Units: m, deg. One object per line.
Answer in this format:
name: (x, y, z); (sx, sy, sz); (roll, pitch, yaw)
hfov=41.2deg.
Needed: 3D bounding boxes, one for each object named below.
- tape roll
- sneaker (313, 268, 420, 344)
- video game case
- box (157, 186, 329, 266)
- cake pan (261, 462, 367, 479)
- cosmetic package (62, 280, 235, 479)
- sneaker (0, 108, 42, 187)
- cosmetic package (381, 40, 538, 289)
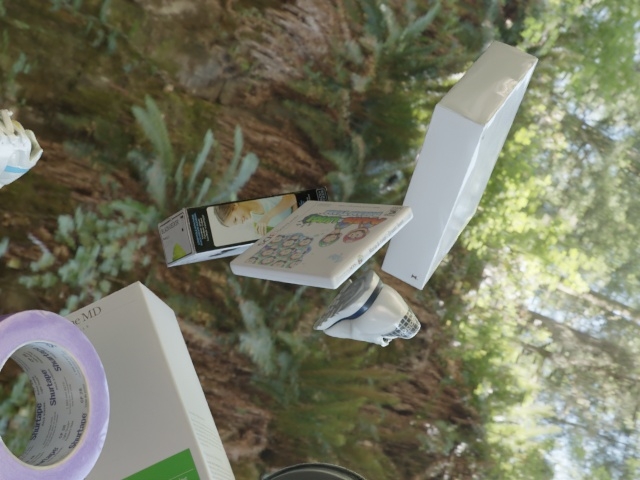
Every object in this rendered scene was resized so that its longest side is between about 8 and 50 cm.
tape roll: (-0.308, 0.168, 0.861); (0.080, 0.189, 0.189); (-12, -119, 28)
sneaker: (0.060, 0.108, 1.173); (0.090, 0.095, 0.235); (-57, -174, -12)
video game case: (0.000, 0.000, 0.933); (0.157, 0.019, 0.143); (6, -145, 43)
box: (-0.141, -0.026, 1.606); (0.169, 0.290, 0.087); (-19, -98, 60)
cake pan: (-0.019, 0.472, 1.260); (0.293, 0.054, 0.293); (-5, -117, 11)
cosmetic package: (-0.266, 0.272, 1.237); (0.197, 0.155, 0.366); (-27, -114, 0)
sneaker: (-0.424, -0.130, 1.061); (0.092, 0.087, 0.229); (-34, 175, -4)
cosmetic package: (0.249, -0.135, 1.545); (0.284, 0.097, 0.377); (-51, 162, -46)
